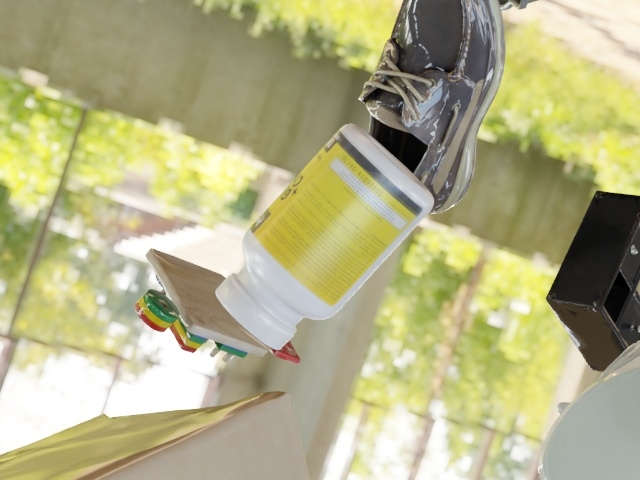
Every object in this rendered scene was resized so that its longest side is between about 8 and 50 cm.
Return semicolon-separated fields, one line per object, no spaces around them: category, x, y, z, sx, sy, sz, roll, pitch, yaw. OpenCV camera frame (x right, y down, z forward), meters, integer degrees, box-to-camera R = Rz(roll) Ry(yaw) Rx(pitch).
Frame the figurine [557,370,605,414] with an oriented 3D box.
figurine;0.356;0.203;1.719;0.215;0.209;0.092;-26;176;-21

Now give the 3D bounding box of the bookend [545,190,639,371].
bookend;0.348;0.053;2.039;0.072;0.156;0.157;9;149;37

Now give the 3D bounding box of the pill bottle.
pill bottle;0.000;0.000;1.461;0.103;0.184;0.103;42;-174;-5

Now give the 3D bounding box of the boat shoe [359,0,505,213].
boat shoe;0.122;-0.166;2.035;0.132;0.355;0.130;29;-138;33

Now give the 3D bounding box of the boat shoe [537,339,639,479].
boat shoe;0.242;0.114;1.266;0.079;0.227;0.081;50;162;5

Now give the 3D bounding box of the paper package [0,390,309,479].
paper package;-0.123;0.288;1.093;0.168;0.325;0.309;-9;-174;33

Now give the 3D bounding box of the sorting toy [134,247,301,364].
sorting toy;-0.137;0.086;2.044;0.274;0.046;0.132;23;-153;-48

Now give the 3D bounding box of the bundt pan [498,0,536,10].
bundt pan;0.257;-0.439;2.057;0.124;0.331;0.331;-9;-169;-19
